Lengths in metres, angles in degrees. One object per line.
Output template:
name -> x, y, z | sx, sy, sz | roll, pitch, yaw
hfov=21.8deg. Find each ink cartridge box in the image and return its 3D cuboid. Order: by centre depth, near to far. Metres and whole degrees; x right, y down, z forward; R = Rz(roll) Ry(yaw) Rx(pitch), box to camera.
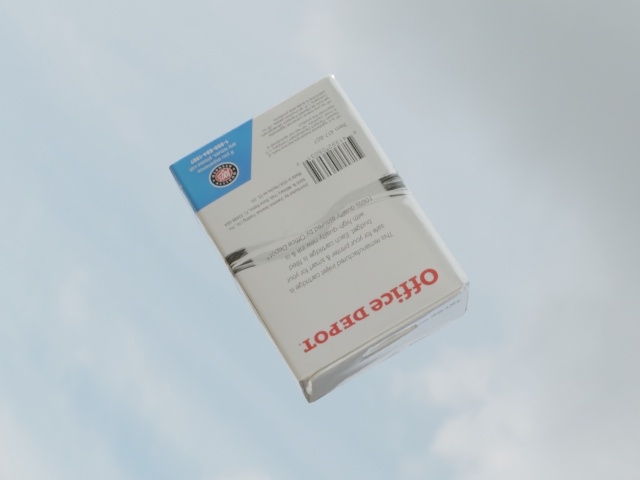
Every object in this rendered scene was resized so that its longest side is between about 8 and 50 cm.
ink cartridge box -> 0.000, 0.000, 1.272 | 0.203, 0.148, 0.086 | 59, -7, 17
